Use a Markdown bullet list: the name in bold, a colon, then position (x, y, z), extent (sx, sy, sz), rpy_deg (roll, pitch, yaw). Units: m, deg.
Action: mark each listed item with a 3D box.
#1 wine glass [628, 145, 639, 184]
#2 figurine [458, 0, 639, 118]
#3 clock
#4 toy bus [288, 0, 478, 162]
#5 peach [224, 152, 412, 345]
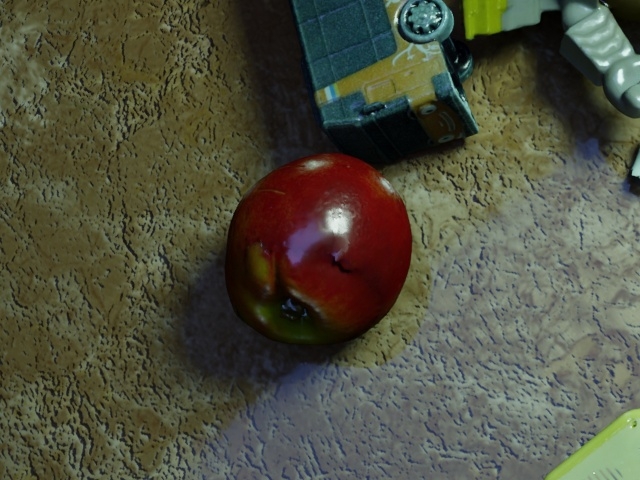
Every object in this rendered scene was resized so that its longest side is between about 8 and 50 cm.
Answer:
- **wine glass**: position (0.340, -0.092, 1.088), extent (0.039, 0.042, 0.083), rpy_deg (17, 80, 55)
- **figurine**: position (0.297, -0.295, 1.080), extent (0.284, 0.167, 0.343), rpy_deg (7, 98, 22)
- **clock**: position (0.302, 0.264, 0.966), extent (0.143, 0.096, 0.202), rpy_deg (-39, 69, 3)
- **toy bus**: position (0.057, -0.226, 1.135), extent (0.167, 0.138, 0.275), rpy_deg (-20, 70, 13)
- **peach**: position (0.000, 0.000, 1.071), extent (0.197, 0.197, 0.197), rpy_deg (-3, 74, 12)
